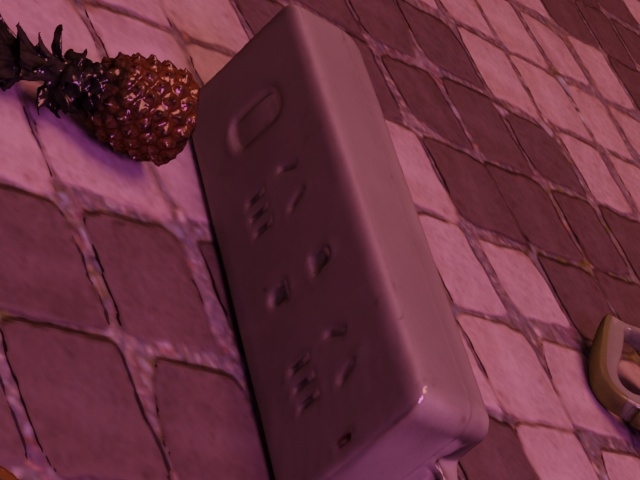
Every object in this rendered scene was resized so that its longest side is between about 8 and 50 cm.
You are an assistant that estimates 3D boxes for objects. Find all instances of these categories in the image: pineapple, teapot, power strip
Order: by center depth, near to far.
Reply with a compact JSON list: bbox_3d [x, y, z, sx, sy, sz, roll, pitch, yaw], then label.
[{"bbox_3d":[-0.121,-0.074,0.917,0.124,0.058,0.058,14,41,-32],"label":"pineapple"},{"bbox_3d":[0.000,0.000,0.945,0.058,0.098,0.338,27,32,-36],"label":"power strip"},{"bbox_3d":[0.240,0.109,1.247,0.091,0.124,0.092,-58,149,-49],"label":"teapot"}]

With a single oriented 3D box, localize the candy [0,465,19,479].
[{"bbox_3d":[-0.131,0.150,0.489,0.260,0.118,0.260,37,23,-19],"label":"candy"}]
